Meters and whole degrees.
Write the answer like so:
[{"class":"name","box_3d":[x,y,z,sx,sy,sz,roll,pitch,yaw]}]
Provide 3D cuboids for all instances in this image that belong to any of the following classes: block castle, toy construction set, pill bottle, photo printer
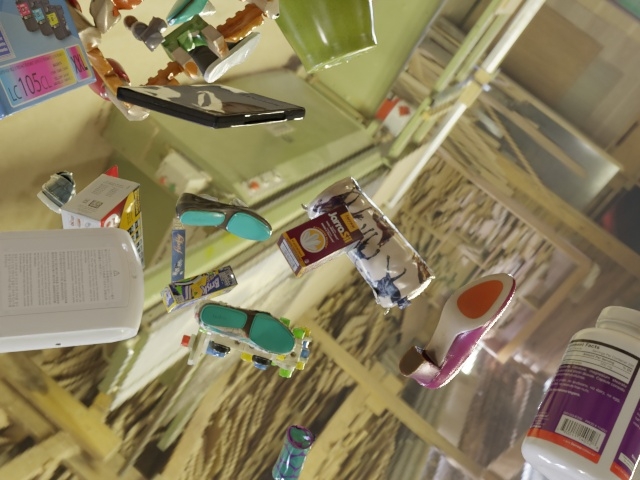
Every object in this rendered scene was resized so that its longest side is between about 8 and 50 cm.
[{"class":"block castle","box_3d":[-0.327,-0.498,1.416,0.453,0.213,0.303,-40,151,-8]},{"class":"toy construction set","box_3d":[-0.176,0.242,1.670,0.215,0.327,0.151,-138,-128,-83]},{"class":"pill bottle","box_3d":[0.506,0.286,1.240,0.323,0.181,0.181,-57,174,-18]},{"class":"photo printer","box_3d":[-0.527,0.096,1.438,0.307,0.256,0.107,-4,155,-20]}]

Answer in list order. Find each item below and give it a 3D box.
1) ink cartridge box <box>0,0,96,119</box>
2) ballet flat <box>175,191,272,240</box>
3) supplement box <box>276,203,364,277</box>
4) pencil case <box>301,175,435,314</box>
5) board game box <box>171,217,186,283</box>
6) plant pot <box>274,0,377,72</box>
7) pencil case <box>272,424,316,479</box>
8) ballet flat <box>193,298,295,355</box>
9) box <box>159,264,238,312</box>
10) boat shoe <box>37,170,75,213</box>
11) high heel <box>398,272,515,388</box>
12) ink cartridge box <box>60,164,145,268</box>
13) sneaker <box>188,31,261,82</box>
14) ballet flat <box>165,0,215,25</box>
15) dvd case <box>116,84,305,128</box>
[{"class":"ink cartridge box","box_3d":[-0.522,-0.381,1.008,0.151,0.395,0.270,-13,-159,17]},{"class":"ballet flat","box_3d":[-0.255,-0.076,1.858,0.280,0.096,0.095,15,133,-34]},{"class":"supplement box","box_3d":[0.000,0.000,1.719,0.188,0.104,0.081,-27,168,-22]},{"class":"pencil case","box_3d":[0.132,0.008,1.960,0.183,0.410,0.160,-40,180,-6]},{"class":"board game box","box_3d":[-0.447,0.065,2.168,0.165,0.042,0.243,-131,-136,-72]},{"class":"plant pot","box_3d":[0.010,-0.718,2.114,0.366,0.353,0.366,-21,-171,3]},{"class":"pencil case","box_3d":[-0.061,0.475,1.520,0.070,0.064,0.152,-70,179,-56]},{"class":"ballet flat","box_3d":[-0.168,0.185,1.523,0.091,0.241,0.077,-67,-161,-8]},{"class":"box","box_3d":[-0.279,0.111,1.591,0.169,0.054,0.059,-16,166,-39]},{"class":"boat shoe","box_3d":[-0.781,-0.156,2.109,0.099,0.116,0.319,-48,-164,-2]},{"class":"high heel","box_3d":[0.374,0.232,1.760,0.377,0.127,0.181,-43,138,20]},{"class":"ink cartridge box","box_3d":[-0.605,-0.022,2.007,0.272,0.130,0.309,-60,162,-50]},{"class":"sneaker","box_3d":[-0.316,-0.623,2.191,0.296,0.147,0.104,-47,172,-38]},{"class":"ballet flat","box_3d":[-0.274,-0.594,1.655,0.083,0.087,0.247,13,-110,49]},{"class":"dvd case","box_3d":[-0.158,-0.211,1.063,0.253,0.180,0.022,-24,129,-60]}]
